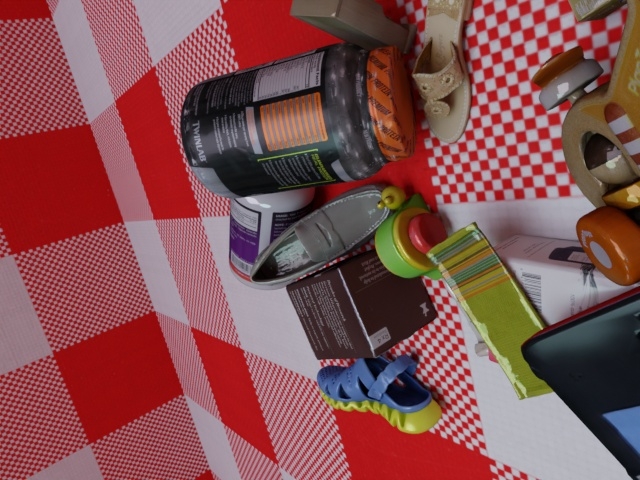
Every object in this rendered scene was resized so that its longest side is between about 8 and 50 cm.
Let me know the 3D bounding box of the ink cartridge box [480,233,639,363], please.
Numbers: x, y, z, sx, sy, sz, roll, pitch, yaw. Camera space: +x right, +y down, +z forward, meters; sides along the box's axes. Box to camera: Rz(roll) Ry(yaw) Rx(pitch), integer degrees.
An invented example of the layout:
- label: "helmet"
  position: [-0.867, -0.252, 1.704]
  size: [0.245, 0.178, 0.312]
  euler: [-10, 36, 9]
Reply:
- label: "ink cartridge box"
  position: [0.337, 0.097, 0.588]
  size: [0.237, 0.100, 0.171]
  euler: [11, 118, 52]

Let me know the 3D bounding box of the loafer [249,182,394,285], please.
- label: "loafer"
  position: [0.000, 0.000, 0.879]
  size: [0.320, 0.111, 0.112]
  euler: [-35, 92, 23]

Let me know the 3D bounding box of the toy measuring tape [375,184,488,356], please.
- label: "toy measuring tape"
  position: [0.178, 0.059, 0.771]
  size: [0.121, 0.121, 0.330]
  euler: [-34, 81, 55]

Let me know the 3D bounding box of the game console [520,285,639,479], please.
- label: "game console"
  position: [0.431, 0.179, 0.404]
  size: [0.386, 0.060, 0.342]
  euler: [49, 134, 6]

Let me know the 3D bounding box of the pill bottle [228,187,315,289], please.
- label: "pill bottle"
  position: [-0.110, -0.056, 1.034]
  size: [0.181, 0.182, 0.322]
  euler: [41, 137, 33]

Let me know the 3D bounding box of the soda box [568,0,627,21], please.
- label: "soda box"
  position: [0.268, -0.322, 0.477]
  size: [0.058, 0.061, 0.181]
  euler: [-24, 89, 55]

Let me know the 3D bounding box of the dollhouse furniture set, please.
- label: "dollhouse furniture set"
  position: [0.076, -0.415, 0.659]
  size: [0.212, 0.161, 0.241]
  euler: [29, 108, 42]

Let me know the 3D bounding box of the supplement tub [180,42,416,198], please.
- label: "supplement tub"
  position: [-0.031, -0.185, 0.742]
  size: [0.338, 0.207, 0.207]
  euler: [-5, 107, 23]

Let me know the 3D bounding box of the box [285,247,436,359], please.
- label: "box"
  position: [0.072, 0.118, 0.897]
  size: [0.203, 0.169, 0.166]
  euler: [-25, 87, 55]

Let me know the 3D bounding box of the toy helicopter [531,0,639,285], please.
- label: "toy helicopter"
  position: [0.274, -0.129, 0.409]
  size: [0.355, 0.140, 0.234]
  euler: [49, -166, -55]

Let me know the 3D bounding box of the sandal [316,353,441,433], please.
- label: "sandal"
  position: [0.112, 0.299, 1.003]
  size: [0.318, 0.126, 0.138]
  euler: [-6, 101, 46]

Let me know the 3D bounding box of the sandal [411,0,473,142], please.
- label: "sandal"
  position: [0.157, -0.250, 0.652]
  size: [0.088, 0.079, 0.239]
  euler: [26, 129, 44]

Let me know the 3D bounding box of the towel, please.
- label: "towel"
  position: [0.235, 0.095, 0.619]
  size: [0.237, 0.021, 0.102]
  euler: [60, 148, 13]
